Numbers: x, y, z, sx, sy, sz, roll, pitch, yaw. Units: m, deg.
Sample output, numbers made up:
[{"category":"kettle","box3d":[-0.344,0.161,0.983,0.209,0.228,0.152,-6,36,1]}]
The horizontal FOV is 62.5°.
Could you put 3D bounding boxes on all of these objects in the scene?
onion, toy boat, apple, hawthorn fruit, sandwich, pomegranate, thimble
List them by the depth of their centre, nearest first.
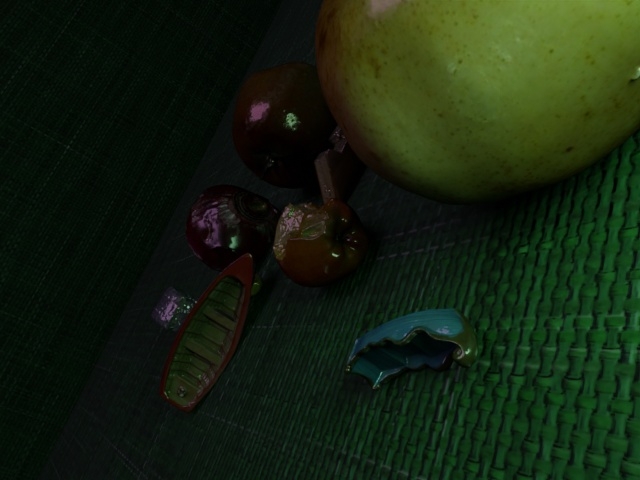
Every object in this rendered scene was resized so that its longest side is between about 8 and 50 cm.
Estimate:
[{"category":"pomegranate","box3d":[0.178,-0.245,0.571,0.417,0.417,0.416,-44,28,31]},{"category":"toy boat","box3d":[0.109,0.137,0.629,0.185,0.075,0.077,-32,33,39]},{"category":"apple","box3d":[0.004,0.006,0.913,0.156,0.147,0.158,-33,26,-23]},{"category":"sandwich","box3d":[0.052,-0.191,1.110,0.244,0.088,0.090,-62,20,-6]},{"category":"toy boat","box3d":[-0.239,0.201,1.197,0.392,0.136,0.079,-62,-8,4]},{"category":"hawthorn fruit","box3d":[-0.078,-0.247,1.226,0.268,0.268,0.300,-18,46,56]},{"category":"onion","box3d":[-0.248,-0.021,1.366,0.216,0.207,0.206,-46,23,41]},{"category":"thimble","box3d":[-0.361,0.193,1.397,0.097,0.150,0.150,-61,24,-6]}]

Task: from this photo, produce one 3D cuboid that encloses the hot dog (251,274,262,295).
[{"category":"hot dog","box3d":[-0.202,0.110,1.288,0.169,0.061,0.078,-26,40,51]}]
